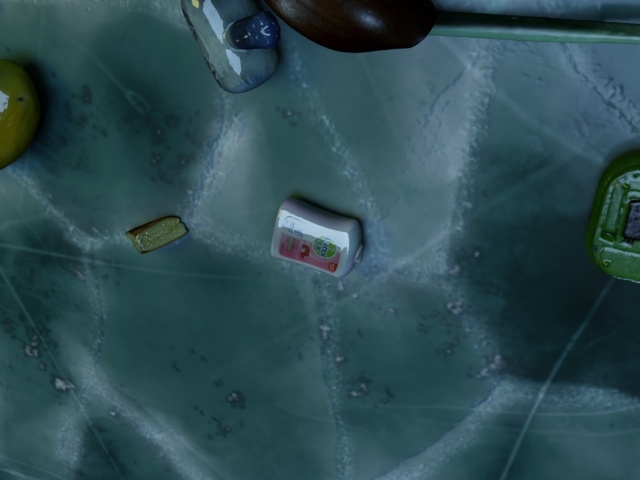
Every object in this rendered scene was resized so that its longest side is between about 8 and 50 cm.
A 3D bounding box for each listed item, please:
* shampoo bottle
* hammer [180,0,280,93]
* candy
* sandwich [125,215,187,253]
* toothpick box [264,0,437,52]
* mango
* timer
[{"bbox_3d":[0.000,0.000,0.933,0.099,0.043,0.072,20,122,11],"label":"shampoo bottle"},{"bbox_3d":[-0.071,-0.191,0.786,0.069,0.194,0.116,-27,108,-10],"label":"hammer"},{"bbox_3d":[0.230,-0.180,0.735,0.439,0.119,0.119,12,120,25],"label":"candy"},{"bbox_3d":[-0.201,-0.004,1.010,0.083,0.044,0.031,-18,104,25],"label":"sandwich"},{"bbox_3d":[0.063,-0.291,0.676,0.192,0.192,0.294,38,117,-1],"label":"toothpick box"},{"bbox_3d":[-0.401,-0.134,0.992,0.191,0.085,0.122,-7,110,25],"label":"mango"},{"bbox_3d":[0.323,-0.015,0.800,0.140,0.047,0.128,13,119,12],"label":"timer"}]
